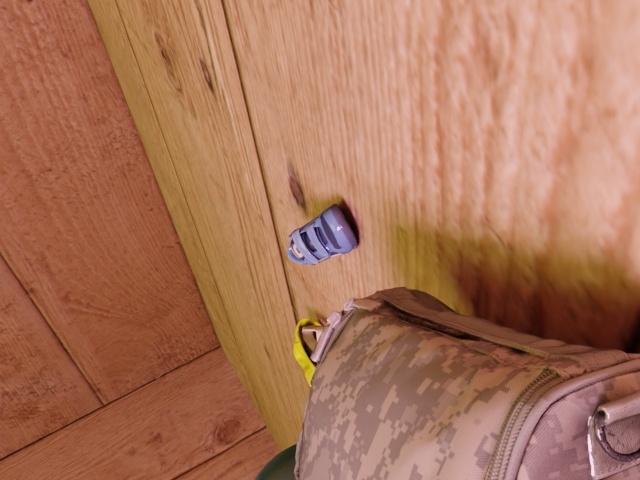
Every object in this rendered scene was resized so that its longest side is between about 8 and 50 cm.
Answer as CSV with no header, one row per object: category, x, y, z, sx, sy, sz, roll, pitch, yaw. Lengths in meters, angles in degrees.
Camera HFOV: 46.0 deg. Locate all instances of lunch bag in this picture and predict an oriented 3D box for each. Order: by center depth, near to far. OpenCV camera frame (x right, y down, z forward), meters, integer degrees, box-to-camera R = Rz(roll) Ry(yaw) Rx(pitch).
lunch bag,0.107,0.169,0.488,0.305,0.213,0.255,-172,75,-71

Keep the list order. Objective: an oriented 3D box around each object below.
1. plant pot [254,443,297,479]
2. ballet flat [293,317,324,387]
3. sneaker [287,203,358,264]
plant pot,0.018,0.405,0.992,0.271,0.272,0.255,61,173,9
ballet flat,0.010,0.172,1.093,0.231,0.077,0.077,-146,48,-66
sneaker,0.000,0.000,0.833,0.053,0.059,0.144,64,165,6
